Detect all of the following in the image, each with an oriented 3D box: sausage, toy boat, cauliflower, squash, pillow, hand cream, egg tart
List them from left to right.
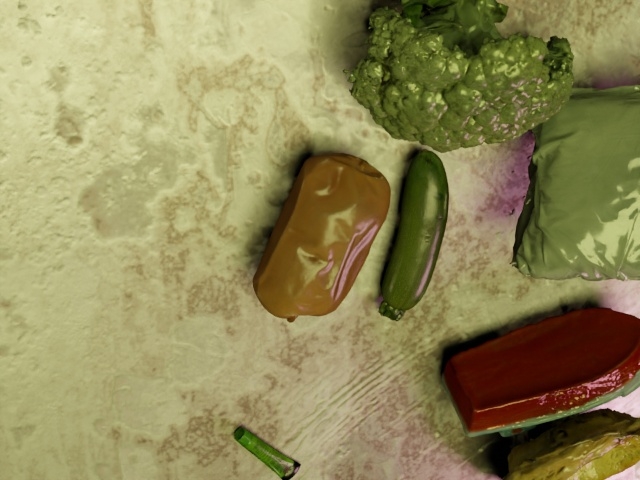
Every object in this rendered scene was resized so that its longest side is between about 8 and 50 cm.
[{"bbox_3d":[-0.078,0.312,1.791,0.122,0.023,0.036,42,85,-30],"label":"hand cream"},{"bbox_3d":[0.000,0.000,1.618,0.136,0.120,0.241,25,105,-14],"label":"sausage"},{"bbox_3d":[0.133,-0.001,1.693,0.069,0.069,0.258,3,113,-19],"label":"squash"},{"bbox_3d":[0.173,-0.240,1.540,0.272,0.275,0.250,-6,79,17],"label":"cauliflower"},{"bbox_3d":[0.352,0.202,1.821,0.332,0.145,0.133,-17,141,-8],"label":"toy boat"},{"bbox_3d":[0.386,0.321,1.864,0.279,0.095,0.279,-19,157,-9],"label":"egg tart"},{"bbox_3d":[0.410,-0.071,1.637,0.310,0.138,0.283,1,86,9],"label":"pillow"}]
